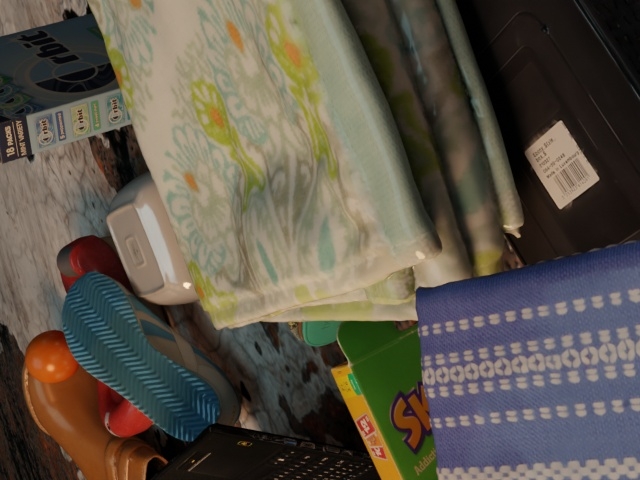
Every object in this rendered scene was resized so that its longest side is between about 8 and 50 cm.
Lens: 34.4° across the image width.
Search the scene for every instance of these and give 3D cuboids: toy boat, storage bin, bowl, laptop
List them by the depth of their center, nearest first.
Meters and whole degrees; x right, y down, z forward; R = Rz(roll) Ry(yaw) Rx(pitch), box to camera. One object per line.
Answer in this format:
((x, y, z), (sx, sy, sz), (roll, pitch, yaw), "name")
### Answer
((0.138, -0.052, 0.489), (0.180, 0.084, 0.122), (61, 149, 11), "storage bin")
((-0.008, 0.269, 0.887), (0.234, 0.264, 0.136), (132, 147, -57), "laptop")
((-0.164, 0.002, 1.038), (0.142, 0.053, 0.142), (-15, 96, 59), "bowl")
((-0.259, 0.116, 1.167), (0.151, 0.151, 0.231), (-8, 103, 60), "toy boat")

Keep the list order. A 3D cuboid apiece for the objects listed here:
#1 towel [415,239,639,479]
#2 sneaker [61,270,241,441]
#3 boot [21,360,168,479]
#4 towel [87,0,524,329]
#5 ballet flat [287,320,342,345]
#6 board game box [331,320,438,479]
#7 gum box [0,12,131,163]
((0.156, 0.157, 0.298), (0.243, 0.040, 0.336), (-16, 83, 41), "towel")
((-0.178, 0.122, 1.070), (0.228, 0.087, 0.092), (43, -175, 19), "sneaker")
((-0.274, 0.267, 1.335), (0.220, 0.109, 0.283), (1, 113, 59), "boot")
((-0.052, -0.128, 0.590), (0.320, 0.090, 0.374), (-16, 94, 64), "towel")
((0.000, 0.000, 0.769), (0.070, 0.070, 0.188), (48, 142, 29), "ballet flat")
((0.105, 0.149, 0.638), (0.039, 0.124, 0.259), (-25, 88, 61), "board game box")
((-0.228, -0.142, 0.908), (0.157, 0.184, 0.041), (38, 140, 40), "gum box")
